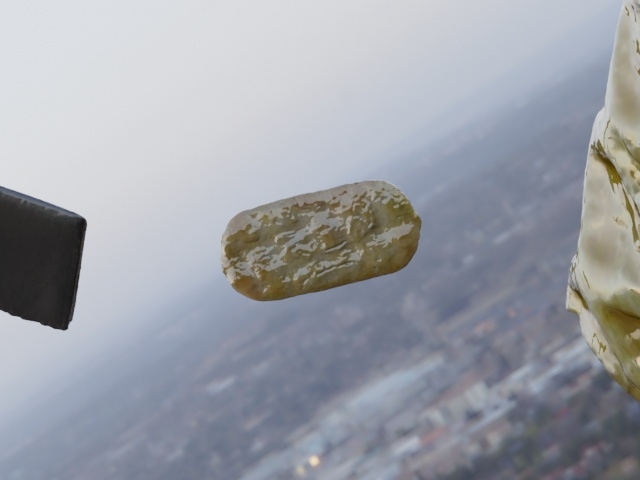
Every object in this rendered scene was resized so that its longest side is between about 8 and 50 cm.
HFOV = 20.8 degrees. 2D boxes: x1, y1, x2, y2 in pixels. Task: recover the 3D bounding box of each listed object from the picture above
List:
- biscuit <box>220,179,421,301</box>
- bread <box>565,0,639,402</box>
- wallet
[{"bbox_3d":[0.000,0.000,1.244,0.147,0.071,0.018,-13,2,-3],"label":"biscuit"},{"bbox_3d":[0.167,-0.037,0.573,0.267,0.152,0.130,91,-164,-49],"label":"bread"},{"bbox_3d":[-0.312,-0.010,1.438,0.025,0.244,0.124,-65,-10,-51],"label":"wallet"}]
